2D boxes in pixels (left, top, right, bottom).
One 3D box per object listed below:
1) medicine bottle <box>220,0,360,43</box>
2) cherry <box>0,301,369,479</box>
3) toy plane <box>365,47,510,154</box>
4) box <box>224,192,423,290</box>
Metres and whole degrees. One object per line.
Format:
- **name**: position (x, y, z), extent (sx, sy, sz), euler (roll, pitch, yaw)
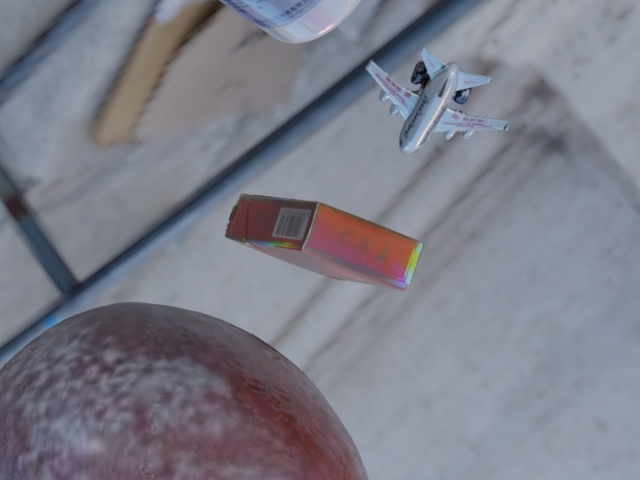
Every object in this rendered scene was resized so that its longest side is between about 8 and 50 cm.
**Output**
- **medicine bottle**: position (-0.057, -0.205, 1.175), extent (0.103, 0.103, 0.186), euler (-41, 131, 20)
- **cherry**: position (-0.092, 0.144, 1.160), extent (0.236, 0.213, 0.285), euler (-2, -168, -37)
- **toy plane**: position (0.116, -0.143, 2.047), extent (0.171, 0.162, 0.066), euler (123, -10, -65)
- **box**: position (0.000, 0.001, 1.712), extent (0.175, 0.112, 0.048), euler (8, -101, 66)
